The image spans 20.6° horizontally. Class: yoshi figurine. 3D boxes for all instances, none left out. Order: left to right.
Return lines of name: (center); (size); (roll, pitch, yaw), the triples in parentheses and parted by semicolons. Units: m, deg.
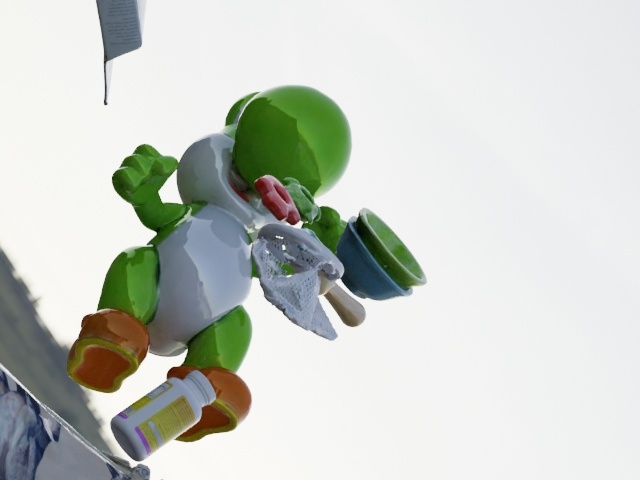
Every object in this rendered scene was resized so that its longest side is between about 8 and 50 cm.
yoshi figurine: (-0.077, -0.014, 1.575); (0.203, 0.362, 0.203); (6, -40, 21)

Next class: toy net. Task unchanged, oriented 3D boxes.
toy net: (0.000, 0.000, 1.117); (0.122, 0.045, 0.232); (53, 13, 4)

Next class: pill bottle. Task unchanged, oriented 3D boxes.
pill bottle: (-0.126, 0.140, 1.425); (0.043, 0.083, 0.043); (43, -27, 28)

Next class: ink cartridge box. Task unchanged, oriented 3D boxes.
ink cartridge box: (-0.192, -0.280, 1.701); (0.223, 0.045, 0.224); (-93, 180, -54)

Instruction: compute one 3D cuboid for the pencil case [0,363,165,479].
pencil case: (-0.281, 0.164, 1.392); (0.160, 0.183, 0.410); (8, -33, 44)
